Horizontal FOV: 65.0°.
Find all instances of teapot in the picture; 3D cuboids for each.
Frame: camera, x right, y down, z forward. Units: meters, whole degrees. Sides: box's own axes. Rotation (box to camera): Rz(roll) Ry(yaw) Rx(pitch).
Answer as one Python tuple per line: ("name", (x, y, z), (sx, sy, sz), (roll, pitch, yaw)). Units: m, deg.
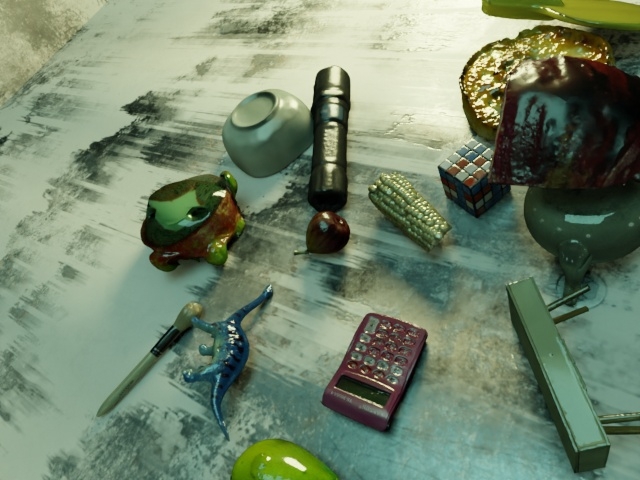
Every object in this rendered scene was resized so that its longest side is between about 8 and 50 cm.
("teapot", (0.437, -0.049, 0.820), (0.193, 0.129, 0.294), (10, 59, 31))

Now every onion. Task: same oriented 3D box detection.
("onion", (0.414, -0.215, 0.795), (0.280, 0.146, 0.314), (0, 39, 26))

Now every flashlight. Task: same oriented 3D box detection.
("flashlight", (0.025, -0.246, 1.190), (0.103, 0.103, 0.424), (-11, 54, 18))

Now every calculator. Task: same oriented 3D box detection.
("calculator", (0.096, 0.215, 0.848), (0.126, 0.034, 0.190), (13, 57, 33))

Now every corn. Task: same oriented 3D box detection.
("corn", (0.178, -0.055, 0.981), (0.087, 0.087, 0.211), (-37, 54, -4))

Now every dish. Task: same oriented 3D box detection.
("dish", (-0.144, -0.295, 1.284), (0.256, 0.117, 0.256), (-12, 52, 16))

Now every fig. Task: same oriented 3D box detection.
("fig", (0.000, 0.000, 1.033), (0.125, 0.089, 0.089), (-44, 43, 27))

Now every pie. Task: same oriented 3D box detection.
("pie", (0.436, -0.322, 1.048), (0.315, 0.092, 0.315), (-15, 52, 21))

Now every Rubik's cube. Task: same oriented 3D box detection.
("Rubik's cube", (0.294, -0.119, 0.959), (0.092, 0.092, 0.092), (-39, 48, -5))

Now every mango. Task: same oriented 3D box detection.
("mango", (-0.054, 0.368, 0.763), (0.178, 0.100, 0.119), (6, 56, 20))

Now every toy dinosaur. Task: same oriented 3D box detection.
("toy dinosaur", (-0.190, 0.216, 0.958), (0.144, 0.076, 0.329), (-2, 45, 16))

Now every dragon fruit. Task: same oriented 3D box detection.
("dragon fruit", (-0.308, -0.054, 1.184), (0.268, 0.130, 0.295), (-41, 49, -14))

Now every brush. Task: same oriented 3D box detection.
("brush", (-0.357, 0.244, 1.043), (0.042, 0.039, 0.299), (42, 80, 1))

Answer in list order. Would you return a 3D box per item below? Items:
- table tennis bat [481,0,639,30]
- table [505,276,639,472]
("table tennis bat", (0.531, -0.492, 1.076), (0.368, 0.054, 0.224), (12, 38, 12))
("table", (0.356, 0.172, 0.695), (0.111, 0.121, 0.240), (-19, 51, 12))
